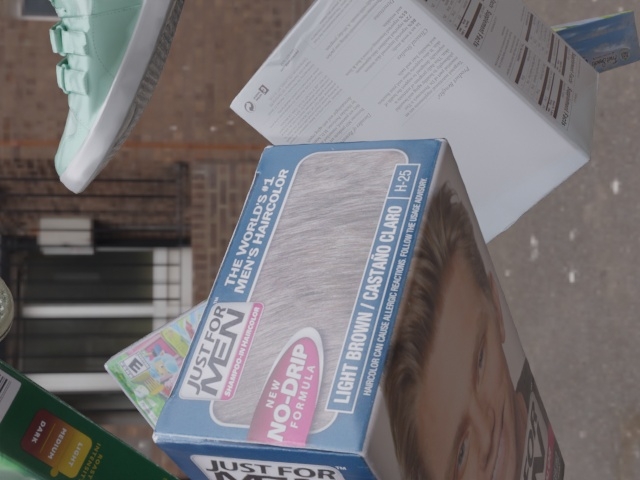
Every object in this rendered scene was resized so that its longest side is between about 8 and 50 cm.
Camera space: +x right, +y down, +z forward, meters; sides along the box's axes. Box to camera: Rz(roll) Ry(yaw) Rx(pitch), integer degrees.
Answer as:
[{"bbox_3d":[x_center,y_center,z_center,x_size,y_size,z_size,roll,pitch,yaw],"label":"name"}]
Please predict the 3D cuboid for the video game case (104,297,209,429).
[{"bbox_3d":[-0.061,0.150,0.890,0.212,0.193,0.023,54,-154,-9],"label":"video game case"}]

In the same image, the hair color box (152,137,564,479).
[{"bbox_3d":[0.052,0.121,0.574,0.347,0.105,0.173,60,-142,-46],"label":"hair color box"}]

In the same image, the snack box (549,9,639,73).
[{"bbox_3d":[0.260,-0.226,1.249,0.207,0.175,0.070,3,109,52],"label":"snack box"}]

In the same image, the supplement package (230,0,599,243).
[{"bbox_3d":[0.098,-0.145,0.956,0.199,0.263,0.198,-43,12,34],"label":"supplement package"}]

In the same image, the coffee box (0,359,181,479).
[{"bbox_3d":[-0.161,0.099,0.502,0.184,0.113,0.040,46,-126,-38],"label":"coffee box"}]

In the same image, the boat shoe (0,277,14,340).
[{"bbox_3d":[-0.650,0.076,1.459,0.186,0.501,0.155,-57,-28,-45],"label":"boat shoe"}]

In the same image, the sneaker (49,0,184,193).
[{"bbox_3d":[-0.186,-0.167,0.734,0.094,0.151,0.255,-79,12,-66],"label":"sneaker"}]
